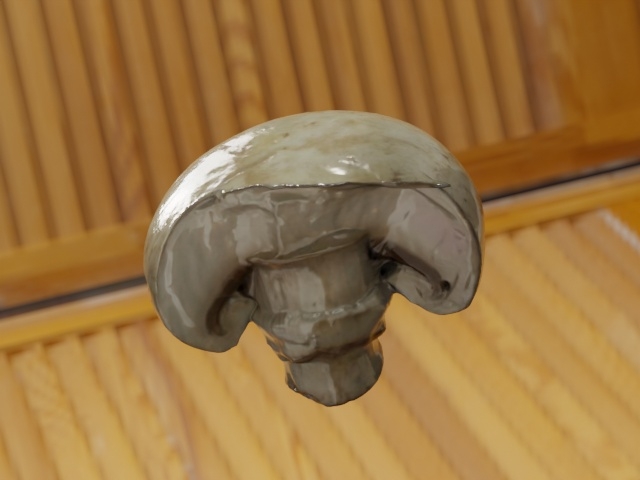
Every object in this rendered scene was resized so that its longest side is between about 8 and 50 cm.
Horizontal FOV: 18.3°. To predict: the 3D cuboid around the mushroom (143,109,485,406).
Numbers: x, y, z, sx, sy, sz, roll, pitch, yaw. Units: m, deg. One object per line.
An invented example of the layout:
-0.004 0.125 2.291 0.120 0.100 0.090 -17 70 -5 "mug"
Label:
0.000 0.000 1.503 0.189 0.254 0.195 -84 -16 -59 "mushroom"
